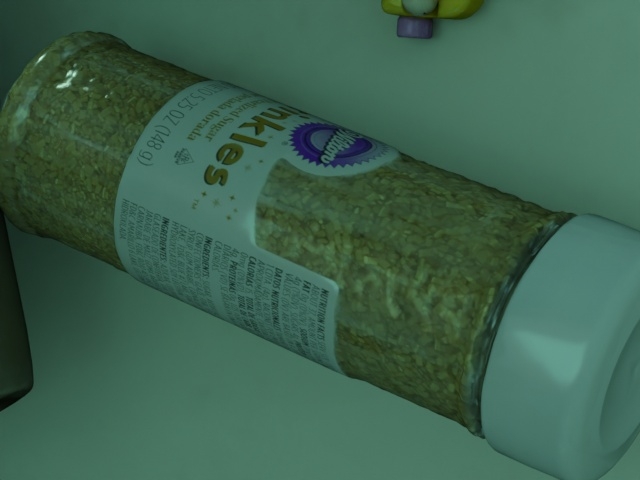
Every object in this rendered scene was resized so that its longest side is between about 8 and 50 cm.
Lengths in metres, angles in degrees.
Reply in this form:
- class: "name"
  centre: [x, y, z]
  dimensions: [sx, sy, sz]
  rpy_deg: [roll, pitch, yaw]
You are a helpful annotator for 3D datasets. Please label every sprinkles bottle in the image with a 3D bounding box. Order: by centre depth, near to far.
- class: "sprinkles bottle"
  centre: [0.000, 0.000, 0.863]
  dimensions: [0.355, 0.121, 0.121]
  rpy_deg: [22, 104, 27]

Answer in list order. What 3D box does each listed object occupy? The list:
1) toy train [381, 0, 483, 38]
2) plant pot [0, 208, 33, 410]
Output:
- class: "toy train"
  centre: [0.056, -0.173, 0.862]
  dimensions: [0.166, 0.046, 0.125]
  rpy_deg: [-22, 83, 30]
- class: "plant pot"
  centre: [-0.299, -0.005, 0.934]
  dimensions: [0.323, 0.323, 0.280]
  rpy_deg: [-29, 84, 28]
